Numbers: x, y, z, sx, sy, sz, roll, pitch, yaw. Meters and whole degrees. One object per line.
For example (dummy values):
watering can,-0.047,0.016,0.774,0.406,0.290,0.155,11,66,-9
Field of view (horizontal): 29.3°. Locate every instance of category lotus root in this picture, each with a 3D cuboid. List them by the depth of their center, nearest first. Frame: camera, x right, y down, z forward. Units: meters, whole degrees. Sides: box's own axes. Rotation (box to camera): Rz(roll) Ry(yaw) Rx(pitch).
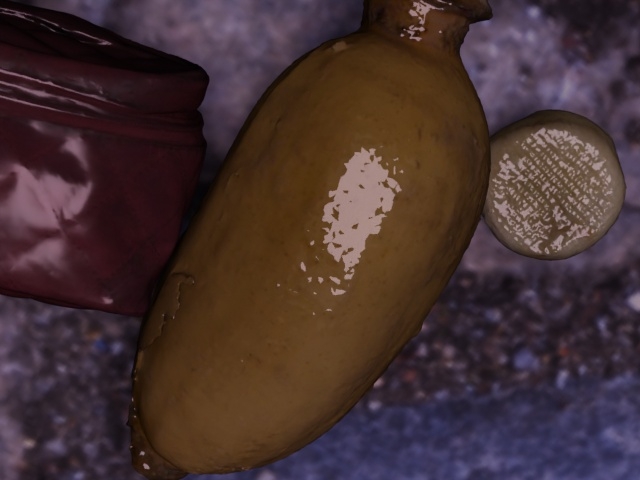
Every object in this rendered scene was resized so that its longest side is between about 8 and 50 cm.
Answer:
lotus root,0.002,0.002,0.623,0.130,0.146,0.303,28,99,-7

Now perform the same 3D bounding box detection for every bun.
bun,0.128,-0.032,0.685,0.086,0.055,0.086,1,102,5

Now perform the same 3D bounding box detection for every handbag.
handbag,-0.167,-0.056,0.584,0.225,0.146,0.135,14,101,-12
